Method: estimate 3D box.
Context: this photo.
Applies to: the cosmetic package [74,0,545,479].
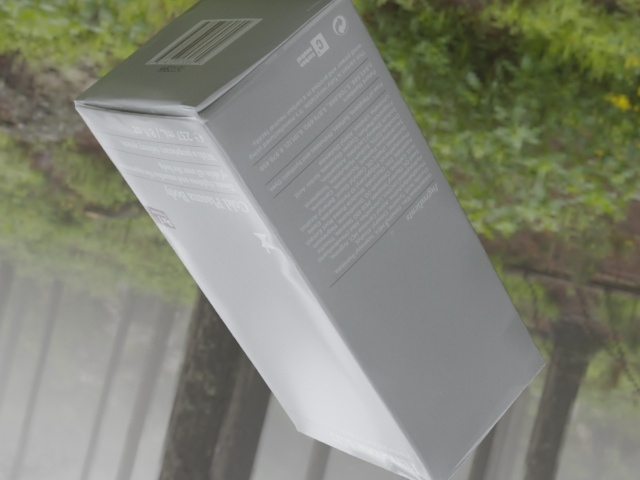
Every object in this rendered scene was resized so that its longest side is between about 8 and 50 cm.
[{"bbox_3d":[0.000,0.000,0.609,0.127,0.107,0.238,10,136,53],"label":"cosmetic package"}]
